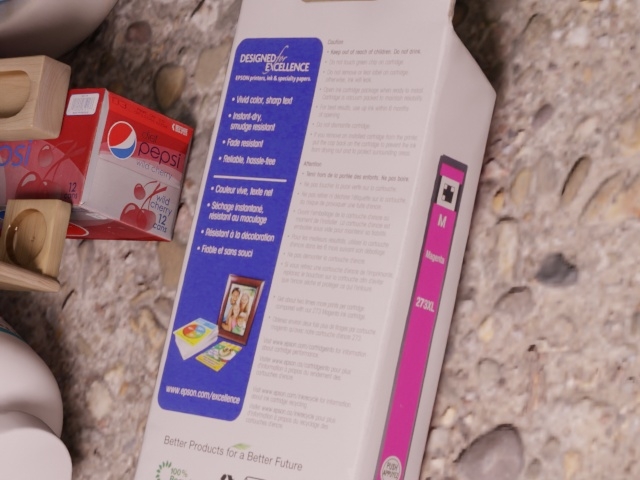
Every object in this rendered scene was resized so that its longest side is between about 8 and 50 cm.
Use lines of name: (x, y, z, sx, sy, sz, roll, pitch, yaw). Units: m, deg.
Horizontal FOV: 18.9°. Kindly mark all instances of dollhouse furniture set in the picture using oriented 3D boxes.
dollhouse furniture set: (-0.245, -0.055, 1.223, 0.144, 0.123, 0.151, 0, 76, 40)

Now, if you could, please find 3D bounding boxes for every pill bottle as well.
pill bottle: (-0.269, 0.100, 1.287, 0.264, 0.146, 0.146, 38, 98, 45)

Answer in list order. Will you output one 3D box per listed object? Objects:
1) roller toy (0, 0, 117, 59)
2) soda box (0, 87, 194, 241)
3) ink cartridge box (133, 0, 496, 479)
roller toy: (-0.239, -0.238, 1.413, 0.191, 0.146, 0.209, 0, 71, 41)
soda box: (-0.215, -0.051, 1.345, 0.263, 0.092, 0.083, 2, 76, 41)
ink cartridge box: (0.000, 0.000, 1.135, 0.175, 0.069, 0.371, 5, 82, 43)
